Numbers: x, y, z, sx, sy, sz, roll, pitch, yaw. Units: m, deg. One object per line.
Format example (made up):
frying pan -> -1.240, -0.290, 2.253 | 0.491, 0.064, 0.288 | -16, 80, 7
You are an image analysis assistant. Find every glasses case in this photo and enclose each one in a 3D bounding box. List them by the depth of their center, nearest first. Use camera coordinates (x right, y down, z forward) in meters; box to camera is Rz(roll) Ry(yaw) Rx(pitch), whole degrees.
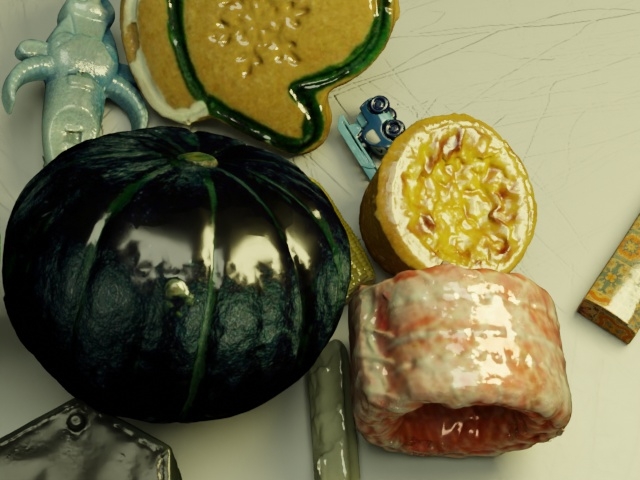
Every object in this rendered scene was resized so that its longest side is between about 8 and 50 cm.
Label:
glasses case -> 0.397, 0.016, 1.546 | 0.075, 0.049, 0.218 | 33, 66, 13

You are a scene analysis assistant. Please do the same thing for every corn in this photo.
corn -> 0.000, 0.000, 1.527 | 0.085, 0.063, 0.165 | -21, 66, -40

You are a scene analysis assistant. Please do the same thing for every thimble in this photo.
thimble -> 0.143, 0.131, 1.380 | 0.239, 0.239, 0.162 | 2, 64, -2

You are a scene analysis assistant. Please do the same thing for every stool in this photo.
stool -> -0.249, 0.286, 1.324 | 0.232, 0.141, 0.232 | 1, 63, -3

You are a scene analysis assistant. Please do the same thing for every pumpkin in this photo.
pumpkin -> -0.154, 0.029, 1.359 | 0.363, 0.266, 0.363 | 6, 25, -3

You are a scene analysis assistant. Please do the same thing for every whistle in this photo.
whistle -> -0.302, -0.199, 1.593 | 0.180, 0.093, 0.269 | 12, 62, -26

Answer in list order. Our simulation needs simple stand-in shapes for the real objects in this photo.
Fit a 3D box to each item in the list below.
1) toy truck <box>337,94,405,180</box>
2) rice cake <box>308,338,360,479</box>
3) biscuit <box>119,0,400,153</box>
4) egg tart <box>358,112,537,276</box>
toy truck -> 0.081, -0.112, 1.589 | 0.074, 0.063, 0.136 | -34, 68, 5
rice cake -> 0.017, 0.234, 1.412 | 0.052, 0.057, 0.256 | -1, 64, -5
biscuit -> -0.070, -0.240, 1.568 | 0.343, 0.057, 0.288 | -13, 99, 10
egg tart -> 0.130, -0.031, 1.480 | 0.202, 0.147, 0.203 | 5, 77, -21
